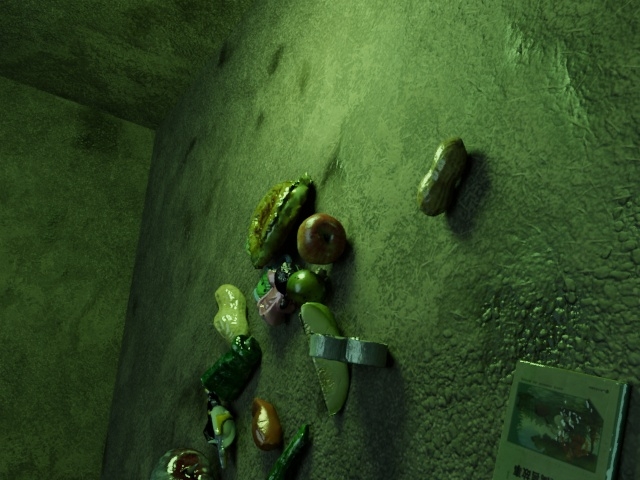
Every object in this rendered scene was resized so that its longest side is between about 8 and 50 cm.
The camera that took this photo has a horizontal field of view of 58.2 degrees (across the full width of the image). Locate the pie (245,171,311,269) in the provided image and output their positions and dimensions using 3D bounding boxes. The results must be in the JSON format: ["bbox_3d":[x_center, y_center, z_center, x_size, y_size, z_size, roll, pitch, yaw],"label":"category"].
[{"bbox_3d":[-0.149,-0.071,1.909,0.355,0.103,0.288,-65,18,-10],"label":"pie"}]

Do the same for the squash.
[{"bbox_3d":[0.021,0.303,1.495,0.169,0.093,0.252,73,-179,-47],"label":"squash"}]

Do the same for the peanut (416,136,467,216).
[{"bbox_3d":[0.281,-0.148,1.325,0.089,0.089,0.193,35,102,58],"label":"peanut"}]

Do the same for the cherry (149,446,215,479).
[{"bbox_3d":[-0.467,0.832,1.926,0.255,0.218,0.296,-117,41,-50],"label":"cherry"}]

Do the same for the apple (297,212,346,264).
[{"bbox_3d":[0.000,0.000,1.643,0.131,0.146,0.146,149,132,-72],"label":"apple"}]

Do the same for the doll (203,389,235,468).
[{"bbox_3d":[-0.345,0.615,1.937,0.145,0.103,0.316,-70,25,15],"label":"doll"}]

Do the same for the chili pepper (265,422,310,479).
[{"bbox_3d":[-0.083,0.592,1.578,0.227,0.059,0.088,-63,20,10],"label":"chili pepper"}]

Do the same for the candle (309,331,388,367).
[{"bbox_3d":[0.070,0.268,1.409,0.168,0.192,0.068,48,-130,-74],"label":"candle"}]

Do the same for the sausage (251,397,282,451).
[{"bbox_3d":[-0.164,0.548,1.709,0.089,0.089,0.179,-58,31,24],"label":"sausage"}]

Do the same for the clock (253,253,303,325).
[{"bbox_3d":[-0.128,0.142,1.821,0.195,0.100,0.194,-57,33,23],"label":"clock"}]

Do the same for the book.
[{"bbox_3d":[0.391,0.355,0.960,0.215,0.025,0.283,-1,73,57],"label":"book"}]

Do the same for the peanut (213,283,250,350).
[{"bbox_3d":[-0.322,0.268,2.047,0.111,0.125,0.274,109,155,-42],"label":"peanut"}]

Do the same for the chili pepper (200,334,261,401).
[{"bbox_3d":[-0.285,0.414,1.928,0.136,0.099,0.270,44,113,19],"label":"chili pepper"}]

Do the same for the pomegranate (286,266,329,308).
[{"bbox_3d":[-0.035,0.141,1.668,0.130,0.130,0.130,-32,50,48],"label":"pomegranate"}]
